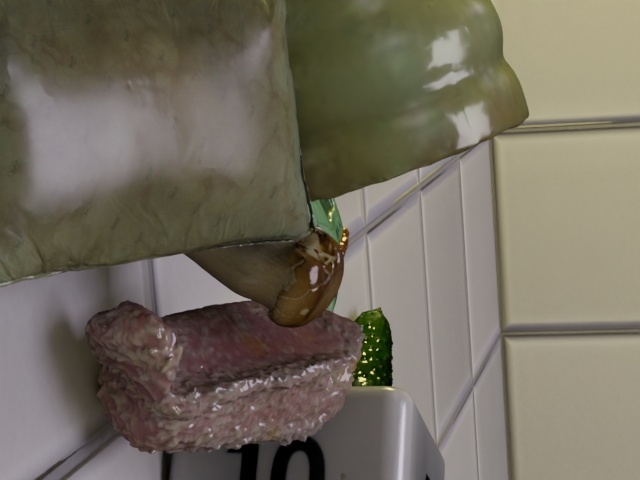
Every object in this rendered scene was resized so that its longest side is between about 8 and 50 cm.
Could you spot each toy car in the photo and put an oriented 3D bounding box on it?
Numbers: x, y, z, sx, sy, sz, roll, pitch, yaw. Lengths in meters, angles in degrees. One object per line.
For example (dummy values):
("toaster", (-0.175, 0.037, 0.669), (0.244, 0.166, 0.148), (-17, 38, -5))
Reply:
("toy car", (0.000, 0.000, 1.699), (0.093, 0.058, 0.186), (-77, 160, -52))

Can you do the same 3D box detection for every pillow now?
("pillow", (-0.117, -0.075, 1.007), (0.302, 0.075, 0.185), (-10, 95, -48))

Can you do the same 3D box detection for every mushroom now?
("mushroom", (-0.078, -0.016, 1.151), (0.071, 0.209, 0.084), (-56, 179, 24))

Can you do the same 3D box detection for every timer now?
("timer", (-0.010, 0.238, 1.328), (0.194, 0.192, 0.195), (61, 30, -62))

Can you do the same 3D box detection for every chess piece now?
("chess piece", (-0.017, -0.259, 1.209), (0.234, 0.234, 0.442), (-47, 119, -71))

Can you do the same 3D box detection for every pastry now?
("pastry", (-0.072, 0.095, 1.174), (0.265, 0.103, 0.112), (9, 113, -53))

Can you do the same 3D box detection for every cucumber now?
("cucumber", (0.054, 0.149, 1.892), (0.227, 0.069, 0.069), (-80, 162, -55))
